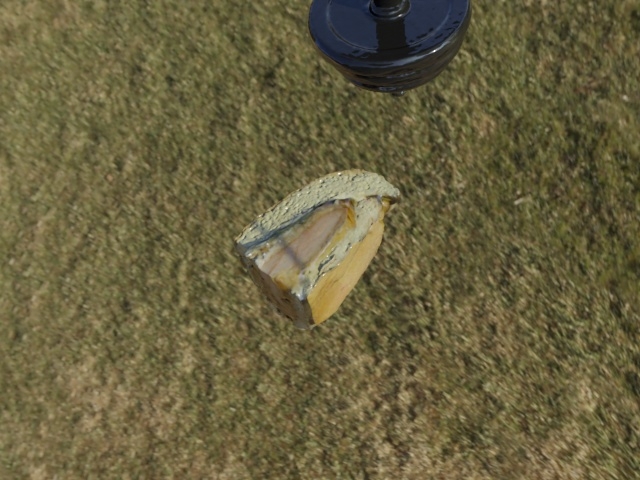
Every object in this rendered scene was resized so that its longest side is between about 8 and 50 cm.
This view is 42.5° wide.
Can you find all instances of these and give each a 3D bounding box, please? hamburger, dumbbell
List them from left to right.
[{"bbox_3d":[0.000,0.000,1.058,0.135,0.155,0.208,35,74,20],"label":"hamburger"},{"bbox_3d":[0.034,-0.155,0.446,0.099,0.208,0.099,-5,55,7],"label":"dumbbell"}]
